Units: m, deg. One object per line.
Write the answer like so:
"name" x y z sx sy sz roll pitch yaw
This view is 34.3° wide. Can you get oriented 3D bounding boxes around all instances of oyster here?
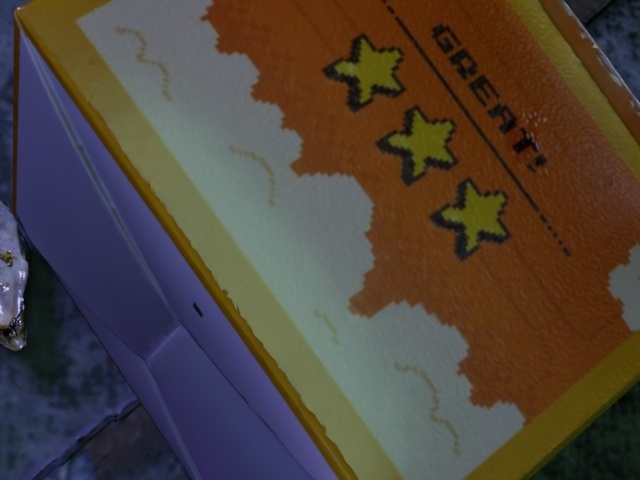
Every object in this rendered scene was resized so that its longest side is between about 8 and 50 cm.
"oyster" -0.195 0.020 0.601 0.051 0.034 0.093 -3 75 -5

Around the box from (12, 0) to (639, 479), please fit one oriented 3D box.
"box" 0.000 0.000 0.532 0.214 0.283 0.259 -32 87 -22
